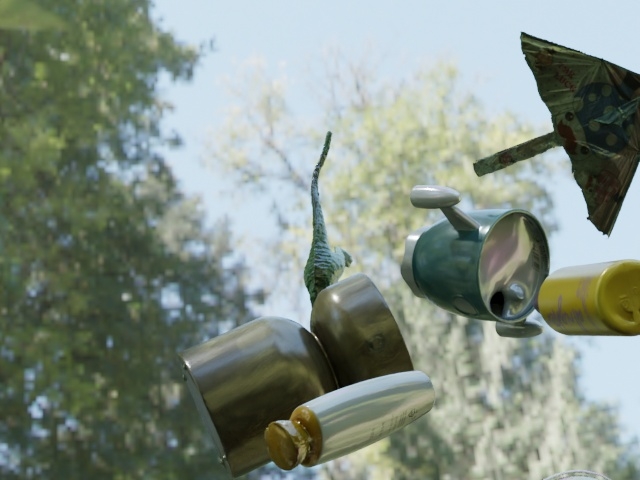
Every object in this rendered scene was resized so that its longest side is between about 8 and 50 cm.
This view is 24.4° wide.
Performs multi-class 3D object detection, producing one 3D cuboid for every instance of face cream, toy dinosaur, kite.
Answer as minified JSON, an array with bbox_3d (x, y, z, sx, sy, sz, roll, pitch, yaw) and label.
[{"bbox_3d":[0.284,0.064,1.588,0.078,0.078,0.273,0,-3,-10],"label":"face cream"},{"bbox_3d":[0.010,0.022,2.331,0.076,0.383,0.129,-10,-33,6],"label":"toy dinosaur"},{"bbox_3d":[0.030,0.169,1.408,0.182,0.051,0.072,-17,-47,-37],"label":"face cream"},{"bbox_3d":[0.365,-0.155,2.138,0.314,0.335,0.011,-26,13,-8],"label":"kite"}]

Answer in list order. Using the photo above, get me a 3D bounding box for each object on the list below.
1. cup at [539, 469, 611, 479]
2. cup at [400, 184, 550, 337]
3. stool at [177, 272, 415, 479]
[{"bbox_3d":[0.432,0.507,2.257,0.253,0.253,0.274,4,6,-15],"label":"cup"},{"bbox_3d":[0.211,0.034,2.113,0.173,0.167,0.300,2,-44,45],"label":"cup"},{"bbox_3d":[-0.031,0.174,1.902,0.264,0.179,0.179,-24,-32,-9],"label":"stool"}]
